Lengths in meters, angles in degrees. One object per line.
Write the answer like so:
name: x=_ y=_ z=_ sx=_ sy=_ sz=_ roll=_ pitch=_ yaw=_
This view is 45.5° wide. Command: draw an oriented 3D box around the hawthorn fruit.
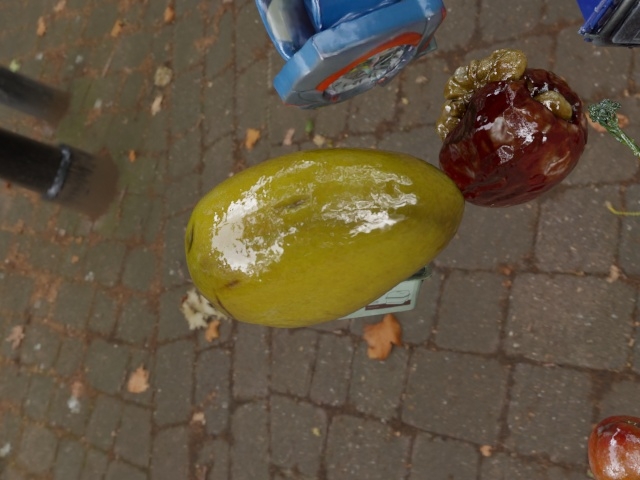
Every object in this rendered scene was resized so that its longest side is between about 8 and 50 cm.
hawthorn fruit: x=0.634 y=0.441 z=1.571 sx=0.173 sy=0.173 sz=0.172 roll=-20 pitch=61 yaw=41

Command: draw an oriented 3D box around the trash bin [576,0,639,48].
trash bin: x=0.517 y=-0.465 z=1.340 sx=0.162 sy=0.184 sz=0.234 roll=117 pitch=144 yaw=-54

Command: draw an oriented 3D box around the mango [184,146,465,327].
mango: x=0.000 y=0.000 z=1.109 sx=0.445 sy=0.301 sz=0.220 roll=-12 pitch=52 yaw=32

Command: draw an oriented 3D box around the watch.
watch: x=0.006 y=-0.339 z=1.087 sx=0.274 sy=0.242 sz=0.305 roll=65 pitch=162 yaw=1

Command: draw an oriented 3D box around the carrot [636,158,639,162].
carrot: x=0.779 y=-0.136 z=1.590 sx=0.225 sy=0.067 sz=0.067 roll=29 pitch=98 yaw=13

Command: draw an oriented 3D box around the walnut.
walnut: x=0.291 y=-0.171 z=1.244 sx=0.221 sy=0.244 sz=0.269 roll=-49 pitch=-2 yaw=-37

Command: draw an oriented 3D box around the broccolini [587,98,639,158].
broccolini: x=0.538 y=-0.170 z=1.336 sx=0.054 sy=0.052 sz=0.194 roll=-43 pitch=78 yaw=37

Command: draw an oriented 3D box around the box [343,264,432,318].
box: x=0.047 y=0.034 z=1.452 sx=0.220 sy=0.291 sz=0.166 roll=-117 pitch=25 yaw=-55
